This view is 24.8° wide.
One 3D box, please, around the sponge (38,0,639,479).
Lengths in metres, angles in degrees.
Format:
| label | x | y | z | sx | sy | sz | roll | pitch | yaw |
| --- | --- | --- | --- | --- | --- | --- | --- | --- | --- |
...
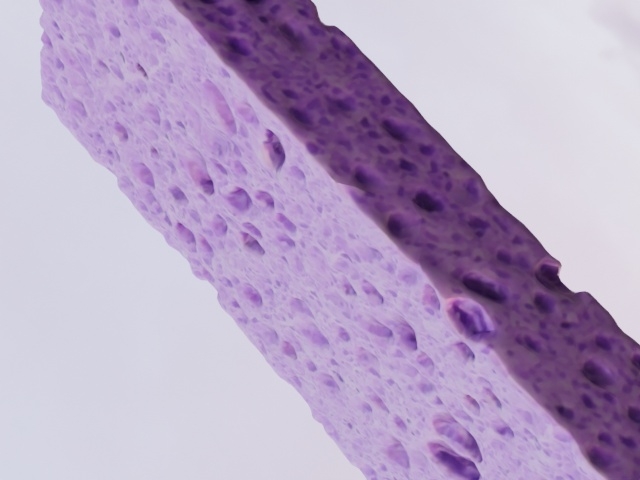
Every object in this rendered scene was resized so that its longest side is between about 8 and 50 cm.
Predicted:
| label | x | y | z | sx | sy | sz | roll | pitch | yaw |
| --- | --- | --- | --- | --- | --- | --- | --- | --- | --- |
| sponge | 0.000 | 0.000 | 0.366 | 0.031 | 0.117 | 0.210 | -37 | -103 | -23 |
